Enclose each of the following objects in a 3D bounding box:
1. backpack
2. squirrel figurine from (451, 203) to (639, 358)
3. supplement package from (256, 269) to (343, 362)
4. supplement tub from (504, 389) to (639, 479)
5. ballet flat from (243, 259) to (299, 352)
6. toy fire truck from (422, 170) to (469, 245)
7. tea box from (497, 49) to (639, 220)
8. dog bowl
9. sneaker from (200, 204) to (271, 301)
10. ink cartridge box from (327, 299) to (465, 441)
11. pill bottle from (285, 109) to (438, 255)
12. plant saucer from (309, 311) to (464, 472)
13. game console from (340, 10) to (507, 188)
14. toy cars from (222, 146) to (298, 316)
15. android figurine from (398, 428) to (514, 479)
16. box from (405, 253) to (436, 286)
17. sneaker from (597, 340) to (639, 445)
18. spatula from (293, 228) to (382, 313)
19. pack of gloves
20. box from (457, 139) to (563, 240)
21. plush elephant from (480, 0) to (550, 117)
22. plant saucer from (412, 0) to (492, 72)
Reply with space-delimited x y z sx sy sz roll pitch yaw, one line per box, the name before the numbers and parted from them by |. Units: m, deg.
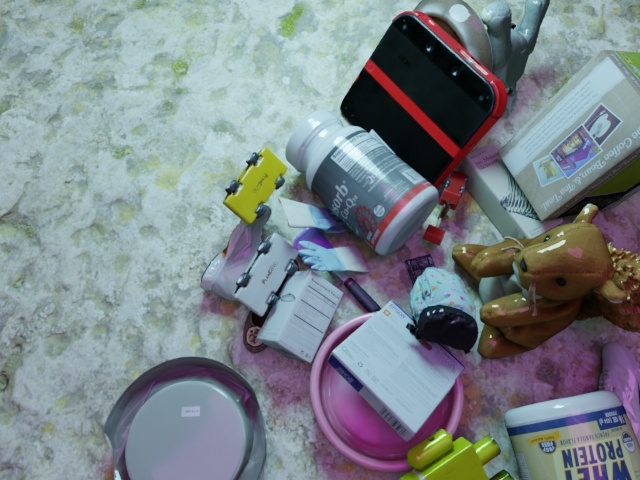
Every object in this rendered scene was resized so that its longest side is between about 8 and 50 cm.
backpack | 0.266 0.145 1.089 0.151 0.115 0.182 23 26 -13
squirrel figurine | 0.517 0.072 1.035 0.396 0.370 0.281 0 66 -4
supplement package | -0.046 0.171 1.131 0.105 0.105 0.179 36 67 -23
supplement tub | 0.510 0.469 0.947 0.228 0.228 0.317 -10 66 -3
ballet flat | -0.118 0.148 1.188 0.084 0.058 0.250 22 68 10
toy fire truck | 0.321 -0.086 1.261 0.047 0.135 0.192 24 35 11
tea box | 0.670 -0.235 1.147 0.323 0.329 0.220 -10 64 -31
dog bowl | -0.276 0.429 1.045 0.348 0.102 0.349 0 66 0
sneaker | -0.180 0.035 1.230 0.121 0.099 0.263 31 75 1
ink cartridge box | 0.162 0.260 1.032 0.223 0.045 0.224 43 46 17
pill bottle | 0.095 -0.152 1.234 0.210 0.210 0.363 -42 71 -16
plant saucer | 0.142 0.328 1.092 0.331 0.084 0.333 0 66 0
game console | 0.251 -0.359 1.289 0.060 0.342 0.387 -15 60 -46
toy cars | -0.150 -0.021 1.160 0.176 0.087 0.394 -2 82 -36
android figurine | 0.253 0.509 0.977 0.272 0.056 0.248 -29 97 -12
box | 0.256 0.081 1.233 0.067 0.018 0.083 -15 67 -6
sneaker | 0.652 0.339 1.083 0.094 0.090 0.235 -6 65 8
spatula | 0.049 0.086 1.228 0.084 0.030 0.296 -40 72 -14
pack of gloves | 0.000 0.000 1.202 0.046 0.232 0.195 -40 62 31
box | 0.481 -0.115 1.274 0.113 0.094 0.275 -28 69 -11
plush elephant | 0.445 -0.534 1.386 0.271 0.330 0.255 -36 47 -27
plant saucer | 0.318 -0.486 1.319 0.050 0.311 0.311 -29 69 -22
